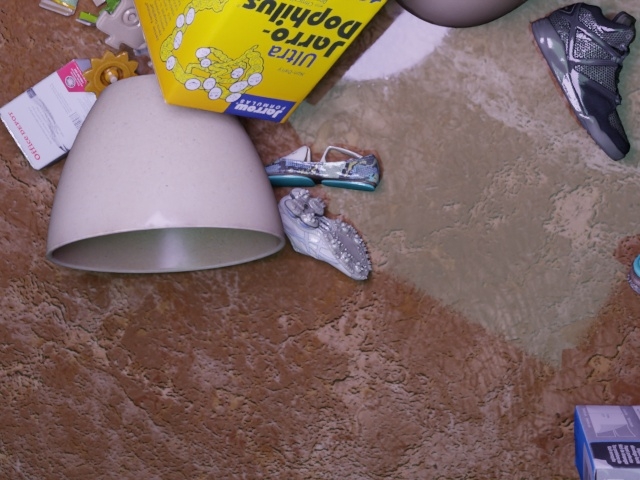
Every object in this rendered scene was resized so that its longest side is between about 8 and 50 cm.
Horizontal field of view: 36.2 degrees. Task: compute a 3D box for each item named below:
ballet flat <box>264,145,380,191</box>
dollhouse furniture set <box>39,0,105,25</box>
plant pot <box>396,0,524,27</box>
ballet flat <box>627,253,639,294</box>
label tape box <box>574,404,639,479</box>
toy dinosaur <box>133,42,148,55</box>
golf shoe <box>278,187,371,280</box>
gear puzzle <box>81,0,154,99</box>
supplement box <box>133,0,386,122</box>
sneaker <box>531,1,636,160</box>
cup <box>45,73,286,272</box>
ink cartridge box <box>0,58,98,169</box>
[{"bbox_3d":[-0.004,-0.110,1.463,0.188,0.070,0.070,5,103,6],"label":"ballet flat"},{"bbox_3d":[-0.355,-0.364,1.454,0.152,0.058,0.076,21,105,4],"label":"dollhouse furniture set"},{"bbox_3d":[0.208,-0.392,1.220,0.256,0.274,0.256,-1,104,-6],"label":"plant pot"},{"bbox_3d":[0.682,0.054,1.350,0.483,0.164,0.182,-16,120,10],"label":"ballet flat"},{"bbox_3d":[0.540,0.318,1.376,0.334,0.240,0.106,-1,101,8],"label":"label tape box"},{"bbox_3d":[-0.159,-0.266,1.397,0.268,0.118,0.064,11,119,-38],"label":"toy dinosaur"},{"bbox_3d":[0.000,0.000,1.491,0.176,0.069,0.086,46,135,-8],"label":"golf shoe"},{"bbox_3d":[-0.226,-0.337,1.413,0.339,0.175,0.044,-51,46,15],"label":"gear puzzle"},{"bbox_3d":[-0.056,-0.339,1.216,0.356,0.194,0.195,-45,53,40],"label":"supplement box"},{"bbox_3d":[0.397,-0.228,1.353,0.130,0.087,0.227,-26,92,20],"label":"sneaker"},{"bbox_3d":[-0.222,-0.096,1.390,0.331,0.331,0.237,-7,78,10],"label":"cup"},{"bbox_3d":[-0.395,-0.192,1.497,0.150,0.063,0.109,-29,96,15],"label":"ink cartridge box"}]
